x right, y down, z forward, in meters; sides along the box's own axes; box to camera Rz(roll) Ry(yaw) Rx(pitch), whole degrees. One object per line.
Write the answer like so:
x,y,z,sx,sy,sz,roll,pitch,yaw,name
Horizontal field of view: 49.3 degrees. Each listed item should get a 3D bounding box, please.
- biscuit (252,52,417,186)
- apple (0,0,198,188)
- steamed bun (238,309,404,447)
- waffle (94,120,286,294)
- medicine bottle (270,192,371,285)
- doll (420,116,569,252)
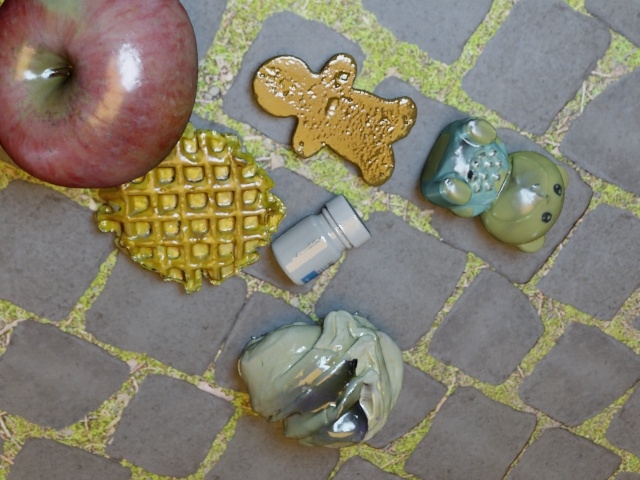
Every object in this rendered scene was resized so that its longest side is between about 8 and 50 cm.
0.021,-0.231,1.236,0.301,0.049,0.197,23,102,-15,biscuit
-0.339,-0.251,1.072,0.344,0.269,0.345,2,99,13,apple
0.011,0.281,1.348,0.320,0.206,0.275,-13,114,1,steamed bun
-0.234,-0.063,1.255,0.325,0.068,0.302,41,101,-21,waffle
0.000,0.000,1.290,0.168,0.105,0.105,-35,111,6,medicine bottle
0.322,-0.097,1.265,0.260,0.161,0.177,23,85,-13,doll
